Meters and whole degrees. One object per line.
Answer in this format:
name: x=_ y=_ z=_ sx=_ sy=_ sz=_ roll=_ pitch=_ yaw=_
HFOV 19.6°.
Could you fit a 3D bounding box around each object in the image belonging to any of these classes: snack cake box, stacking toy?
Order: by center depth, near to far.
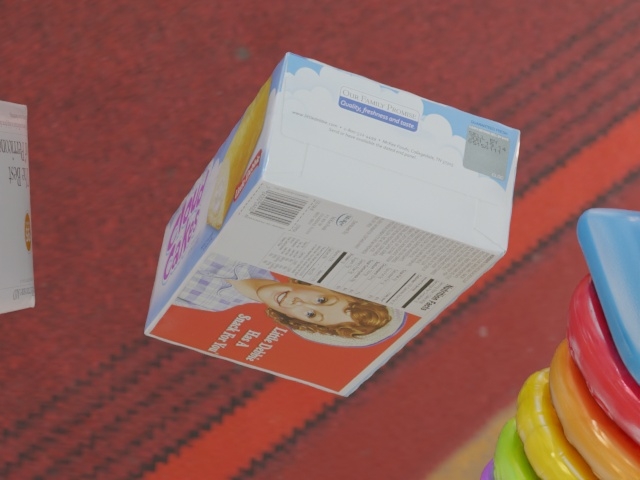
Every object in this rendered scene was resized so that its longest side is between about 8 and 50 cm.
stacking toy: x=0.153 y=0.145 z=1.092 sx=0.175 sy=0.302 sz=0.165 roll=24 pitch=32 yaw=-26
snack cake box: x=0.000 y=0.000 z=1.159 sx=0.152 sy=0.264 sz=0.089 roll=17 pitch=62 yaw=-14

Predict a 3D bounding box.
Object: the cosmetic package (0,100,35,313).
cosmetic package: x=-0.172 y=-0.012 z=0.744 sx=0.060 sy=0.239 sz=0.098 roll=0 pitch=92 yaw=6
